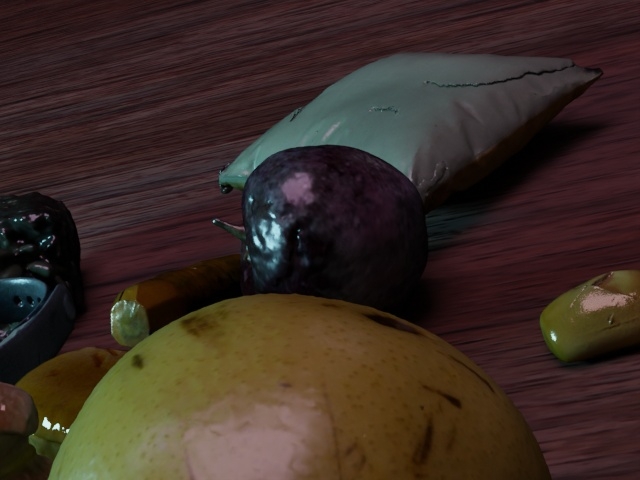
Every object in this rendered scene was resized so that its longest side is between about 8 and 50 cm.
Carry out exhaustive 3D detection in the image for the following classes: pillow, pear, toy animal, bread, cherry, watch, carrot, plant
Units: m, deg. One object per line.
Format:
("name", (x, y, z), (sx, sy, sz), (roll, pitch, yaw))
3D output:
("pillow", (0.091, -0.118, 1.974), (0.312, 0.119, 0.310), (-37, 27, -33))
("pear", (-0.012, 0.203, 1.150), (0.348, 0.348, 0.348), (-16, 25, 8))
("toy animal", (-0.276, 0.214, 1.489), (0.104, 0.185, 0.184), (6, 36, 41))
("bread", (0.243, 0.059, 1.579), (0.115, 0.056, 0.082), (-14, 25, 11))
("bread", (-0.171, 0.164, 1.610), (0.241, 0.107, 0.136), (8, 33, 44))
("cherry", (0.010, -0.003, 1.724), (0.195, 0.195, 0.195), (-16, 25, 8))
("watch", (-0.342, 0.107, 1.779), (0.193, 0.068, 0.206), (-12, 24, 14))
("carrot", (-0.115, 0.055, 1.749), (0.070, 0.070, 0.260), (-7, 5, 25))
("plant", (-0.322, 0.027, 1.967), (0.132, 0.129, 0.194), (-16, 22, 7))
